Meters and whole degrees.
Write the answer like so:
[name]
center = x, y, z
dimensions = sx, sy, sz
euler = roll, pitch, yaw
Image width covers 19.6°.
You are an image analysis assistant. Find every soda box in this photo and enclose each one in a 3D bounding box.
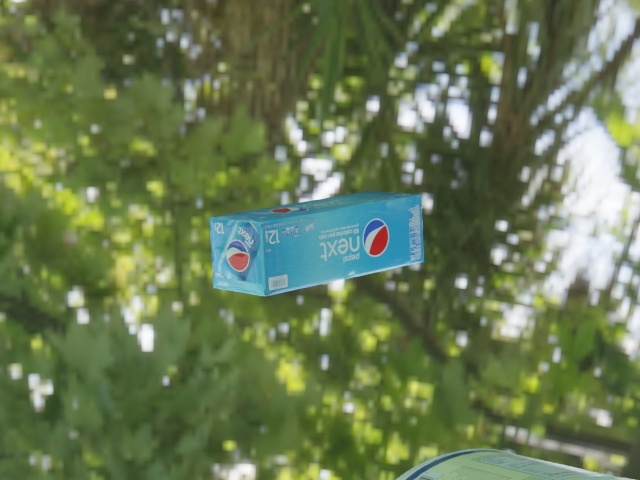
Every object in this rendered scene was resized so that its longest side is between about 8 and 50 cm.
[soda box]
center = 0.000, 0.000, 1.694
dimensions = 0.071, 0.067, 0.210
euler = 6, -169, 44

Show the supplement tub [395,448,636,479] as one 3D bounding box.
[supplement tub]
center = 0.180, 0.293, 1.450
dimensions = 0.235, 0.235, 0.325
euler = -14, -175, -21
